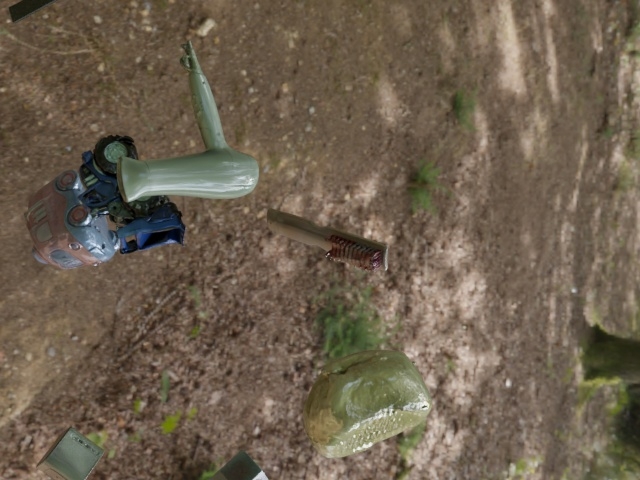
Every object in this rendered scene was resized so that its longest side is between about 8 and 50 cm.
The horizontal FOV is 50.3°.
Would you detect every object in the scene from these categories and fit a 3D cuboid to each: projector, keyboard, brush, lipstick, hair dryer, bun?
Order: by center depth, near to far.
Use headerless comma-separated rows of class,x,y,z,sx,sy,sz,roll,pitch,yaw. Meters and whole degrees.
hair dryer,-0.199,-0.175,0.984,0.206,0.075,0.237,-4,86,-36
bun,0.075,0.271,1.174,0.229,0.229,0.145,20,39,-55
projector,-0.471,0.412,1.284,0.082,0.083,0.083,41,46,-11
brush,0.000,0.000,1.453,0.050,0.321,0.060,-31,129,-43
lipstick,-0.277,0.617,1.467,0.371,0.080,0.076,-41,144,-20
keyboard,-0.694,-0.585,1.668,0.010,0.155,0.053,41,26,-71

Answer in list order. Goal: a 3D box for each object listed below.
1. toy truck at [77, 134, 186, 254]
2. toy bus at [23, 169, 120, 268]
toy truck,-0.316,-0.061,1.129,0.126,0.113,0.208,-40,84,-21
toy bus,-0.745,-0.043,2.000,0.294,0.232,0.197,62,0,28
